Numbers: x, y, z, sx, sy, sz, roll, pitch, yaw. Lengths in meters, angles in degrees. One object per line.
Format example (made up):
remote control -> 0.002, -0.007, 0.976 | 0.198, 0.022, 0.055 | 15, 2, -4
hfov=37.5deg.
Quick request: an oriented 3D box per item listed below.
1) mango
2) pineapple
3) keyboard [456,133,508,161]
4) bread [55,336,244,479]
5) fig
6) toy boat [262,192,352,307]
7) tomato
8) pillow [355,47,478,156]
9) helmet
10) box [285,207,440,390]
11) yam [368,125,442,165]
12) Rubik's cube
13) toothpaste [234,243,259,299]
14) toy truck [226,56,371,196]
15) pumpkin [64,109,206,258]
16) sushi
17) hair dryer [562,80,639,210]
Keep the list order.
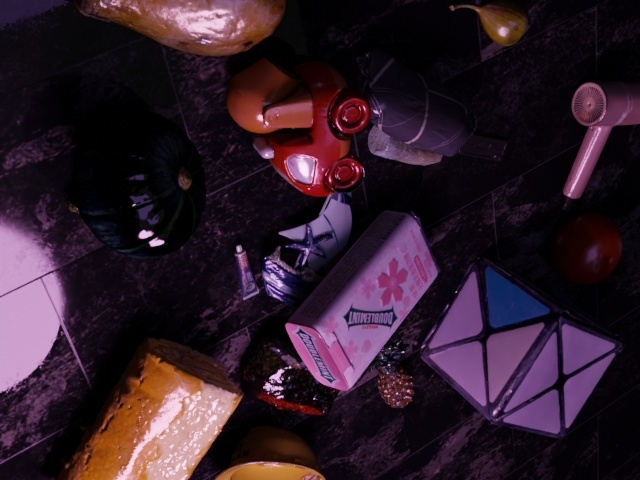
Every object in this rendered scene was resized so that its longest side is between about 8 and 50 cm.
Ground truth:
mango -> -0.215, -0.396, 1.480 | 0.330, 0.175, 0.176 | 15, 84, -22
pineapple -> 0.174, 0.314, 2.212 | 0.083, 0.103, 0.221 | -60, 143, -41
keyboard -> 0.356, -0.209, 2.095 | 0.155, 0.010, 0.053 | 6, 111, -38
bread -> -0.344, 0.383, 1.827 | 0.237, 0.165, 0.375 | 26, 100, -40
fig -> 0.350, -0.452, 1.897 | 0.166, 0.093, 0.093 | 18, 104, -40
toy boat -> -0.025, 0.008, 1.912 | 0.210, 0.070, 0.291 | -9, 117, -37
tomato -> 0.674, 0.022, 2.375 | 0.195, 0.136, 0.195 | -17, 124, -28
pillow -> 0.193, -0.267, 1.867 | 0.335, 0.093, 0.161 | 17, 69, -39
helmet -> -0.110, 0.479, 2.073 | 0.257, 0.140, 0.205 | 24, 132, -30
box -> 0.096, 0.112, 1.951 | 0.369, 0.112, 0.190 | -48, 130, -32
yam -> 0.175, -0.192, 1.937 | 0.169, 0.068, 0.068 | 11, 108, -39
Rubik's cube -> 0.477, 0.252, 2.263 | 0.307, 0.305, 0.310 | 22, 104, -39
toothpaste -> -0.150, 0.062, 1.879 | 0.037, 0.021, 0.140 | -24, 130, -17
toy truck -> -0.052, -0.202, 1.693 | 0.239, 0.189, 0.264 | -9, 121, -20
pumpkin -> -0.322, -0.090, 1.556 | 0.248, 0.248, 0.248 | -18, 125, -27
sushi -> -0.058, 0.285, 2.001 | 0.225, 0.136, 0.126 | 17, 102, -34
hair dryer -> 0.657, -0.222, 2.267 | 0.189, 0.107, 0.344 | -7, 128, -35
